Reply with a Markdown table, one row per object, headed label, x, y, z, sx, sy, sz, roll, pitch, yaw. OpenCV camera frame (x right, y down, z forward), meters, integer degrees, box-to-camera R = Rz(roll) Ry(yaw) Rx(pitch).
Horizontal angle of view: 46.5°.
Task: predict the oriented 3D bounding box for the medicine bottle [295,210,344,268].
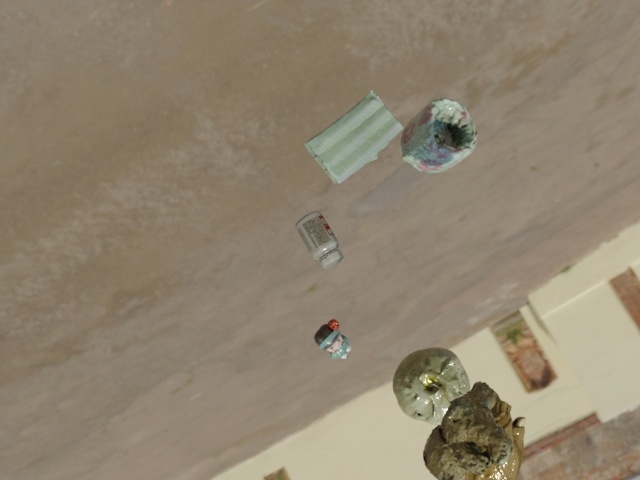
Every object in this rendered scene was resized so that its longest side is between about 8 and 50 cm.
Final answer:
| label | x | y | z | sx | sy | sz | roll | pitch | yaw |
| --- | --- | --- | --- | --- | --- | --- | --- | --- | --- |
| medicine bottle | 0.000 | 0.000 | 1.931 | 0.079 | 0.140 | 0.079 | -29 | 165 | -9 |

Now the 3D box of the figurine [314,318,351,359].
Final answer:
| label | x | y | z | sx | sy | sz | roll | pitch | yaw |
| --- | --- | --- | --- | --- | --- | --- | --- | --- | --- |
| figurine | 0.028 | 0.191 | 1.419 | 0.060 | 0.047 | 0.106 | -45 | 143 | -3 |

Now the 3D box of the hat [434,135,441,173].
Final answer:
| label | x | y | z | sx | sy | sz | roll | pitch | yaw |
| --- | --- | --- | --- | --- | --- | --- | --- | --- | --- |
| hat | 0.421 | -0.319 | 2.408 | 0.173 | 0.166 | 0.144 | -27 | 123 | 19 |

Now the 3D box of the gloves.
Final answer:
| label | x | y | z | sx | sy | sz | roll | pitch | yaw |
| --- | --- | --- | --- | --- | --- | --- | --- | --- | --- |
| gloves | 0.544 | 0.654 | 2.338 | 0.203 | 0.357 | 0.155 | 1 | 166 | 8 |

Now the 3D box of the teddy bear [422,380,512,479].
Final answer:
| label | x | y | z | sx | sy | sz | roll | pitch | yaw |
| --- | --- | --- | --- | --- | --- | --- | --- | --- | --- |
| teddy bear | 0.364 | 0.521 | 1.934 | 0.156 | 0.267 | 0.256 | 16 | 116 | -12 |

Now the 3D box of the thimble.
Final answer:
| label | x | y | z | sx | sy | sz | roll | pitch | yaw |
| --- | --- | --- | --- | --- | --- | --- | --- | --- | --- |
| thimble | 0.331 | -0.291 | 2.113 | 0.211 | 0.185 | 0.149 | -32 | 176 | -34 |

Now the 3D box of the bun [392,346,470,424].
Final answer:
| label | x | y | z | sx | sy | sz | roll | pitch | yaw |
| --- | --- | --- | --- | --- | --- | --- | --- | --- | --- |
| bun | 0.335 | 0.443 | 2.252 | 0.239 | 0.239 | 0.141 | -30 | 169 | 4 |

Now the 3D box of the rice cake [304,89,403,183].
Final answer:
| label | x | y | z | sx | sy | sz | roll | pitch | yaw |
| --- | --- | --- | --- | --- | --- | --- | --- | --- | --- |
| rice cake | 0.080 | -0.228 | 1.644 | 0.237 | 0.127 | 0.043 | -44 | -170 | -27 |
